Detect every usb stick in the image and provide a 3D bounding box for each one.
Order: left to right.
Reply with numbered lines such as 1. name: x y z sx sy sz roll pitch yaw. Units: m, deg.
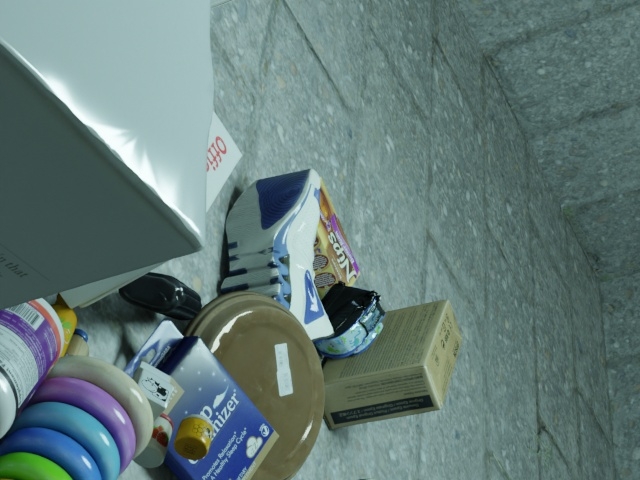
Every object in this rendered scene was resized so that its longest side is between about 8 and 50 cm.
1. usb stick: -0.188 0.067 1.699 0.278 0.077 0.045 92 9 -85

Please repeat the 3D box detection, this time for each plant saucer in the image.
1. plant saucer: -0.087 0.204 1.878 0.278 0.041 0.277 8 79 -46

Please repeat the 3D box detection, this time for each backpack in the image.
1. backpack: 0.038 0.136 2.267 0.114 0.105 0.084 -46 128 -26

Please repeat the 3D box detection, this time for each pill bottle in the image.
1. pill bottle: -0.332 0.133 1.373 0.108 0.108 0.193 65 23 -21

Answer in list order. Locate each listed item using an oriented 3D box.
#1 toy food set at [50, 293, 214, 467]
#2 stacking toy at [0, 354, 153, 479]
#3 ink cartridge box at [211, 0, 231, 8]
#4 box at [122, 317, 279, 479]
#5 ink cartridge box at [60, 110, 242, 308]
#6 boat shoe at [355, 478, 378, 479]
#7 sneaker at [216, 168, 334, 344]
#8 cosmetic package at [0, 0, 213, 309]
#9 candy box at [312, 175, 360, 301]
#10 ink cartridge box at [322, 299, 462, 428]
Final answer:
1. toy food set: -0.225 0.160 1.589 0.232 0.111 0.104 31 37 -15
2. stacking toy: -0.288 0.261 1.389 0.141 0.141 0.330 64 31 -24
3. ink cartridge box: -0.164 -0.520 2.234 0.207 0.117 0.283 62 25 -28
4. box: -0.154 0.218 1.751 0.225 0.036 0.136 53 53 -25
5. ink cartridge box: -0.277 -0.162 1.575 0.384 0.160 0.279 57 24 -17
6. boat shoe: 0.029 0.403 2.113 0.228 0.069 0.081 -16 106 -68
7. sneaker: -0.058 0.062 2.100 0.182 0.128 0.315 59 33 -42
8. cosmetic package: -0.335 -0.150 1.177 0.327 0.394 0.329 47 33 -49
9. candy box: 0.000 0.000 2.357 0.186 0.053 0.109 67 22 -14
10. ink cartridge box: 0.114 0.198 2.300 0.234 0.193 0.088 -60 132 -61
